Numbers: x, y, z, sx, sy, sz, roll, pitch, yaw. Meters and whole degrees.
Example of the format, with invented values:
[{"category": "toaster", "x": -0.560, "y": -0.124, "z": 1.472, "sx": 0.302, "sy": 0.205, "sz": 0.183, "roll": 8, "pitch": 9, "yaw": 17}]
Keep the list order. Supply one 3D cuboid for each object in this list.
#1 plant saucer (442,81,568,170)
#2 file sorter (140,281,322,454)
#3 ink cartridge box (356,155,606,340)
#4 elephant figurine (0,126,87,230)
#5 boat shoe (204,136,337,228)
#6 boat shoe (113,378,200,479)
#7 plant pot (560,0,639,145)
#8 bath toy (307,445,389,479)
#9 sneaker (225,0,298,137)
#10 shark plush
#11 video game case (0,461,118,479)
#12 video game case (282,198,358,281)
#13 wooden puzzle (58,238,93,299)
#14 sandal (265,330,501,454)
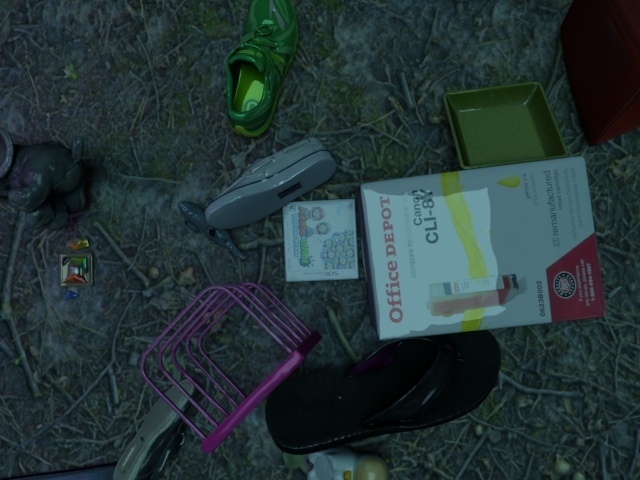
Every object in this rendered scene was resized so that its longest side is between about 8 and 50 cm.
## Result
[{"category": "plant saucer", "x": 0.334, "y": -0.204, "z": 1.025, "sx": 0.188, "sy": 0.045, "sz": 0.188, "roll": -6, "pitch": 59, "yaw": 3}, {"category": "file sorter", "x": -0.143, "y": 0.188, "z": 0.948, "sx": 0.182, "sy": 0.291, "sz": 0.202, "roll": 45, "pitch": 91, "yaw": 6}, {"category": "ink cartridge box", "x": 0.270, "y": 0.018, "z": 0.992, "sx": 0.385, "sy": 0.160, "sz": 0.279, "roll": -7, "pitch": 88, "yaw": 3}, {"category": "elephant figurine", "x": -0.575, "y": -0.138, "z": 1.056, "sx": 0.239, "sy": 0.169, "sz": 0.186, "roll": 33, "pitch": 61, "yaw": 19}, {"category": "boat shoe", "x": -0.103, "y": -0.115, "z": 1.050, "sx": 0.267, "sy": 0.096, "sz": 0.088, "roll": -30, "pitch": 60, "yaw": 0}, {"category": "boat shoe", "x": -0.302, "y": 0.375, "z": 1.066, "sx": 0.079, "sy": 0.084, "sz": 0.233, "roll": 37, "pitch": 82, "yaw": -34}, {"category": "plant pot", "x": 0.575, "y": -0.362, "z": 0.954, "sx": 0.267, "sy": 0.267, "sz": 0.236, "roll": -23, "pitch": 74, "yaw": 2}, {"category": "bath toy", "x": 0.057, "y": 0.497, "z": 1.014, "sx": 0.151, "sy": 0.129, "sz": 0.348, "roll": 2, "pitch": 85, "yaw": 47}, {"category": "sneaker", "x": -0.111, "y": -0.345, "z": 1.042, "sx": 0.109, "sy": 0.123, "sz": 0.295, "roll": 10, "pitch": 88, "yaw": 4}, {"category": "shark plush", "x": -0.212, "y": -0.013, "z": 1.065, "sx": 0.073, "sy": 0.067, "sz": 0.161, "roll": -35, "pitch": 87, "yaw": 1}, {"category": "video game case", "x": -0.492, "y": 0.551, "z": 1.085, "sx": 0.274, "sy": 0.026, "sz": 0.196, "roll": -9, "pitch": 88, "yaw": 2}, {"category": "video game case", "x": 0.000, "y": 0.000, "z": 1.078, "sx": 0.143, "sy": 0.019, "sz": 0.157, "roll": -3, "pitch": 88, "yaw": 3}, {"category": "wooden puzzle", "x": -0.492, "y": 0.058, "z": 1.105, "sx": 0.078, "sy": 0.014, "sz": 0.116, "roll": -8, "pitch": 88, "yaw": 3}, {"category": "sandal", "x": 0.122, "y": 0.251, "z": 0.960, "sx": 0.446, "sy": 0.107, "sz": 0.167, "roll": -17, "pitch": 50, "yaw": -10}]
